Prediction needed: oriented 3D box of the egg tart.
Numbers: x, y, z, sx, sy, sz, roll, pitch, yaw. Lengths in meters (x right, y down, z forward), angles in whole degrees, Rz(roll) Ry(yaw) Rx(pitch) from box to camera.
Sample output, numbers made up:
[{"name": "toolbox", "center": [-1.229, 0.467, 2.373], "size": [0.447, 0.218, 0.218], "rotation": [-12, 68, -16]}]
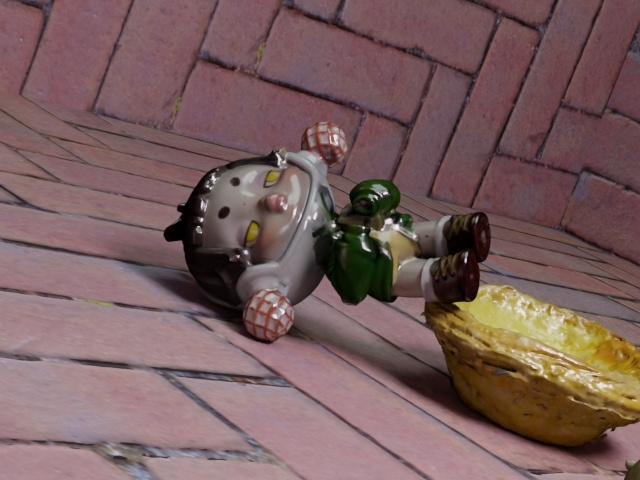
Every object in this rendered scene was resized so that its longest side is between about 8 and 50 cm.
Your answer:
[{"name": "egg tart", "center": [0.243, 0.148, 1.625], "size": [0.294, 0.123, 0.294], "rotation": [18, 13, -4]}]

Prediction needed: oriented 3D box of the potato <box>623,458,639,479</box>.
[{"name": "potato", "center": [0.311, 0.241, 1.137], "size": [0.169, 0.143, 0.248], "rotation": [-5, 10, 14]}]

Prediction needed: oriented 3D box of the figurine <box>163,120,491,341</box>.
[{"name": "figurine", "center": [0.000, 0.000, 1.621], "size": [0.370, 0.281, 0.167], "rotation": [5, -31, 20]}]
